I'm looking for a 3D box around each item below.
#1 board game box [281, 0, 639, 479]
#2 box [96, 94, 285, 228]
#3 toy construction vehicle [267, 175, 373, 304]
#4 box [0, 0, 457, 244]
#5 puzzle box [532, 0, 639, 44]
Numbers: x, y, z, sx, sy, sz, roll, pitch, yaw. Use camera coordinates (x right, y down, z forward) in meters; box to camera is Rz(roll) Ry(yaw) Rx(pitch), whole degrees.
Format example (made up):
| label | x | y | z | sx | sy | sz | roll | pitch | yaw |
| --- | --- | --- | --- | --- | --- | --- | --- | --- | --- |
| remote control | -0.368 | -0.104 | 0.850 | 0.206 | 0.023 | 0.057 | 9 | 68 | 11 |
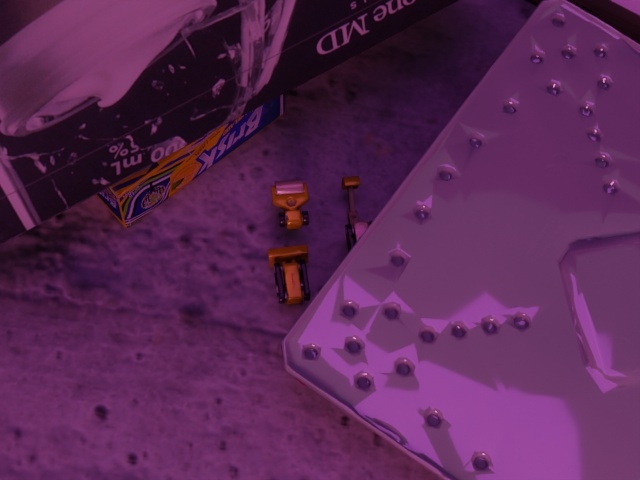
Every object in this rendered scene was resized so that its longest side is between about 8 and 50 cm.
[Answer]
| label | x | y | z | sx | sy | sz | roll | pitch | yaw |
| --- | --- | --- | --- | --- | --- | --- | --- | --- | --- |
| board game box | 0.232 | 0.055 | 0.892 | 0.390 | 0.050 | 0.390 | 34 | 66 | 8 |
| box | -0.108 | -0.088 | 0.962 | 0.169 | 0.054 | 0.059 | -39 | 70 | -19 |
| toy construction vehicle | 0.000 | 0.000 | 0.936 | 0.086 | 0.035 | 0.098 | -9 | 72 | -7 |
| box | -0.148 | -0.325 | 0.804 | 0.480 | 0.471 | 0.297 | -30 | 56 | -11 |
| puzzle box | 0.266 | -0.315 | 1.100 | 0.409 | 0.052 | 0.272 | 31 | 66 | 13 |
